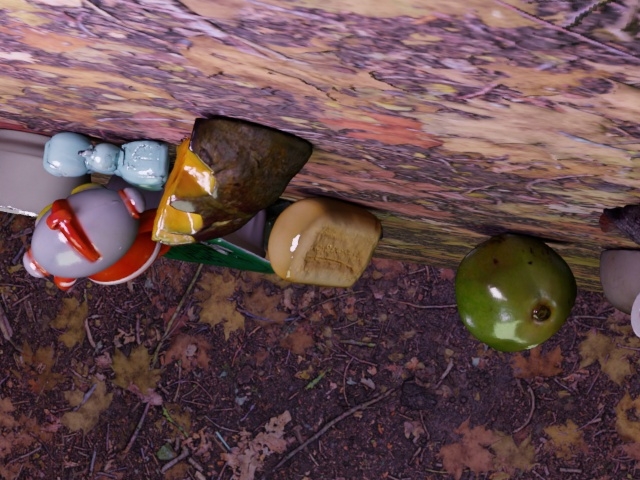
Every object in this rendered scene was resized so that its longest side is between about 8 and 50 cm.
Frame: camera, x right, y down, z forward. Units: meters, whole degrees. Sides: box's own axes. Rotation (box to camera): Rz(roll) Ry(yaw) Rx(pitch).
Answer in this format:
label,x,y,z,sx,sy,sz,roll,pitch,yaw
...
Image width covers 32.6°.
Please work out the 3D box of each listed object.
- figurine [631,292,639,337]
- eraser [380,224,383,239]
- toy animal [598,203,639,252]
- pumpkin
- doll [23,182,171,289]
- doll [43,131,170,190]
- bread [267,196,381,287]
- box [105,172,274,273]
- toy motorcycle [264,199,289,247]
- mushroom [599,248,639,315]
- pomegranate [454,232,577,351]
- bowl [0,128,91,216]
label,x,y,z,sx,sy,sz,roll,pitch,yaw
figurine,0.528,0.095,1.202,0.382,0.205,0.225,11,180,-43
eraser,0.037,-0.024,2.061,0.082,0.036,0.225,11,177,-23
toy animal,0.352,-0.010,1.159,0.105,0.070,0.202,28,-177,6
pumpkin,-0.094,-0.049,1.180,0.149,0.130,0.254,10,175,-12
doll,-0.292,-0.003,1.438,0.200,0.105,0.336,-31,171,3
doll,-0.269,-0.102,1.389,0.159,0.059,0.159,8,179,-13
bread,0.000,0.000,1.728,0.098,0.147,0.217,31,-172,35
box,-0.227,-0.040,1.772,0.337,0.106,0.264,6,166,40
toy motorcycle,-0.136,-0.035,1.927,0.221,0.102,0.150,10,-161,40
mushroom,0.521,0.067,1.756,0.141,0.117,0.188,22,178,-16
pomegranate,0.313,0.055,1.810,0.190,0.240,0.159,-22,120,40
bowl,-0.409,-0.090,1.524,0.212,0.112,0.211,10,176,1
